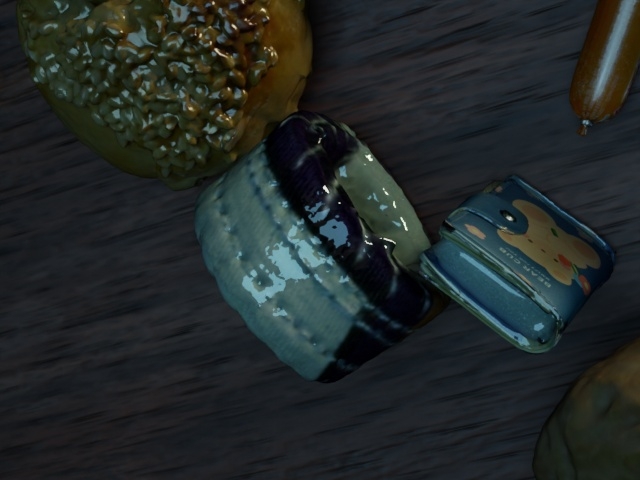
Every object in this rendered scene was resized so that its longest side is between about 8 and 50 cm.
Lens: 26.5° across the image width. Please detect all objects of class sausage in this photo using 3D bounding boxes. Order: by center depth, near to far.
[{"bbox_3d":[0.283,-0.255,1.168,0.053,0.053,0.348,20,103,13],"label":"sausage"}]

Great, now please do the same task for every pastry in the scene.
[{"bbox_3d":[-0.154,-0.203,1.240,0.284,0.184,0.316,-19,93,20],"label":"pastry"}]

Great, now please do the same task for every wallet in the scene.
[{"bbox_3d":[0.170,0.016,1.166,0.141,0.202,0.059,39,117,10],"label":"wallet"}]

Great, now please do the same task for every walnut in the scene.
[{"bbox_3d":[0.316,0.201,1.119,0.273,0.227,0.273,20,113,58],"label":"walnut"}]

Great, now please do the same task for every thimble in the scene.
[{"bbox_3d":[0.000,0.000,1.211,0.150,0.237,0.237,-36,87,15],"label":"thimble"}]
